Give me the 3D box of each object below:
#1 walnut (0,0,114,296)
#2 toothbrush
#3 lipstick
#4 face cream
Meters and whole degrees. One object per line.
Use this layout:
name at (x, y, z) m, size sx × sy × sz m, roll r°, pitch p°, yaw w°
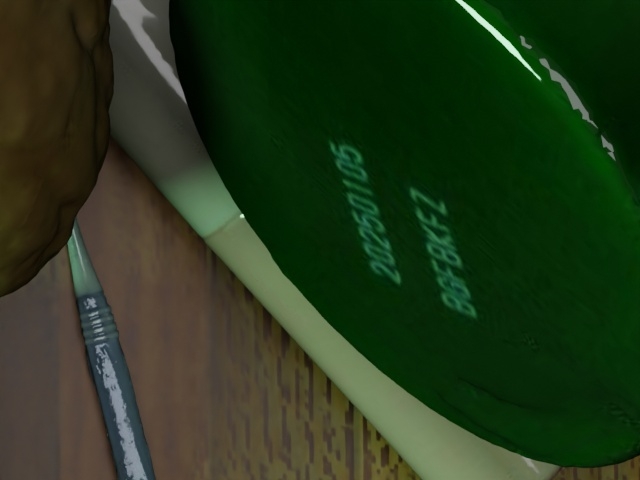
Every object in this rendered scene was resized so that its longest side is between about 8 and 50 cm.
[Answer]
walnut at (-0.168, -0.070, 0.518) m, size 0.228 × 0.228 × 0.228 m, roll 0°, pitch 88°, yaw -14°
toothbrush at (-0.086, 0.043, 0.640) m, size 0.016 × 0.019 × 0.219 m, roll -14°, pitch 92°, yaw -19°
lipstick at (0.000, 0.000, 0.636) m, size 0.070 × 0.070 × 0.254 m, roll -43°, pitch 99°, yaw -11°
face cream at (0.146, -0.111, 0.549) m, size 0.219 × 0.312 × 0.357 m, roll 43°, pitch 64°, yaw 13°
